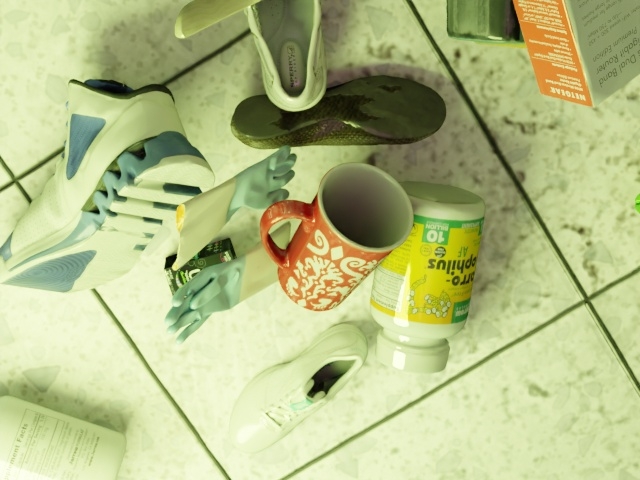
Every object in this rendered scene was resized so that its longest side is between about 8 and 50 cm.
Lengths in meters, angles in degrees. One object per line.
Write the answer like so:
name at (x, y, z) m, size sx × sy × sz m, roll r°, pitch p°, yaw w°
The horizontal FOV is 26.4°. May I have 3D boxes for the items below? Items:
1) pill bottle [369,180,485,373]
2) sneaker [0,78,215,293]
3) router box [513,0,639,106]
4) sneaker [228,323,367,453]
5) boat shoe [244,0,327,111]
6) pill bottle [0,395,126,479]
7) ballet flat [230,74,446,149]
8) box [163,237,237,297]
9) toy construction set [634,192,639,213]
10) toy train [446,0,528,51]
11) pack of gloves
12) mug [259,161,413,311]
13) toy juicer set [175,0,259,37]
pill bottle at (0.121, 0.044, 1.598) m, size 0.117 × 0.117 × 0.208 m, roll 7°, pitch 105°, yaw -5°
sneaker at (-0.248, -0.077, 1.545) m, size 0.127 × 0.182 × 0.315 m, roll 14°, pitch 142°, yaw -44°
router box at (0.328, -0.351, 1.387) m, size 0.335 × 0.082 × 0.301 m, roll -36°, pitch 123°, yaw -21°
sneaker at (-0.030, 0.187, 1.644) m, size 0.212 × 0.094 × 0.080 m, roll -43°, pitch 105°, yaw 9°
boat shoe at (-0.041, -0.281, 1.492) m, size 0.098 × 0.096 × 0.277 m, roll -13°, pitch 94°, yaw 0°
pill bottle at (-0.359, 0.259, 1.628) m, size 0.229 × 0.131 × 0.131 m, roll 20°, pitch 104°, yaw -8°
ballet flat at (0.020, -0.139, 1.577) m, size 0.250 × 0.058 × 0.084 m, roll -6°, pitch 71°, yaw -7°
box at (-0.137, 0.042, 1.618) m, size 0.083 × 0.052 × 0.062 m, roll -17°, pitch 107°, yaw 1°
toy construction set at (0.499, -0.072, 1.540) m, size 0.327 × 0.151 × 0.215 m, roll -36°, pitch 63°, yaw 15°
toy train at (0.223, -0.354, 1.445) m, size 0.190 × 0.142 × 0.334 m, roll -14°, pitch 111°, yaw -41°
pack of gloves at (-0.109, -0.003, 1.520) m, size 0.046 × 0.232 × 0.195 m, roll 27°, pitch 124°, yaw 23°
mug at (0.005, -0.006, 1.550) m, size 0.150 × 0.113 × 0.169 m, roll 29°, pitch 144°, yaw -4°
toy juicer set at (-0.108, -0.363, 1.422) m, size 0.209 × 0.089 × 0.329 m, roll -8°, pitch 85°, yaw -40°
